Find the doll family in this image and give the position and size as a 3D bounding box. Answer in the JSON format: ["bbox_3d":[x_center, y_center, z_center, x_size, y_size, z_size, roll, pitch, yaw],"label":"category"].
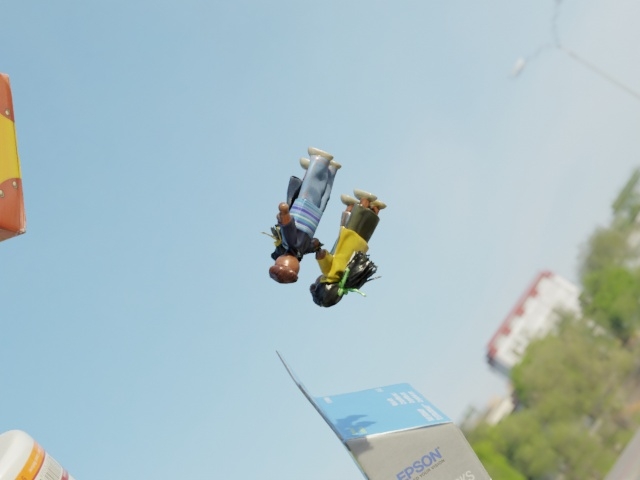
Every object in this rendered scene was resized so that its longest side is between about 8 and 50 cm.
[{"bbox_3d":[0.000,0.000,1.272,0.193,0.076,0.111,37,-106,-51],"label":"doll family"}]

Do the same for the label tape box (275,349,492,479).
[{"bbox_3d":[0.099,0.233,1.525,0.106,0.334,0.240,-34,7,-4],"label":"label tape box"}]

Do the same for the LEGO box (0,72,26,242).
[{"bbox_3d":[-0.606,-0.080,1.514,0.372,0.193,0.500,-18,-17,29],"label":"LEGO box"}]

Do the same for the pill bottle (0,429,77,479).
[{"bbox_3d":[-0.211,0.268,1.242,0.121,0.221,0.121,-39,16,14],"label":"pill bottle"}]
